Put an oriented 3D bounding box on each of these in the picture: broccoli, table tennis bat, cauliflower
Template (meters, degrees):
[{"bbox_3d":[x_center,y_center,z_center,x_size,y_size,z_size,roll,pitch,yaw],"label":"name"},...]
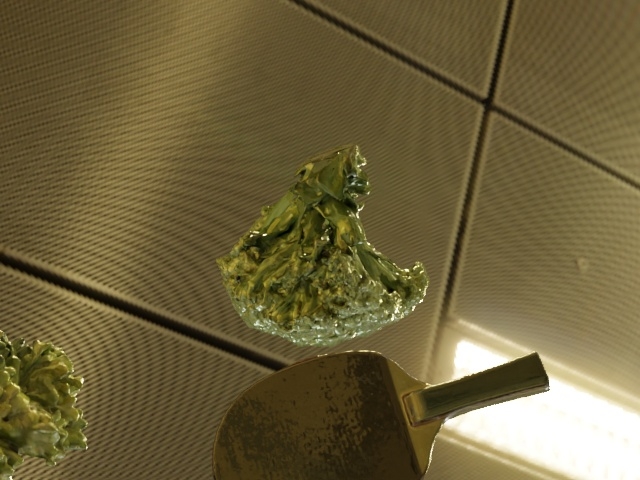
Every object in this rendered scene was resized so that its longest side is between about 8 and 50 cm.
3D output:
[{"bbox_3d":[-0.308,0.201,0.854,0.263,0.247,0.243,-39,-89,-35],"label":"broccoli"},{"bbox_3d":[0.048,0.155,0.889,0.301,0.022,0.173,-19,-131,3],"label":"table tennis bat"},{"bbox_3d":[0.000,0.000,1.277,0.272,0.275,0.250,-17,-58,-45],"label":"cauliflower"}]
